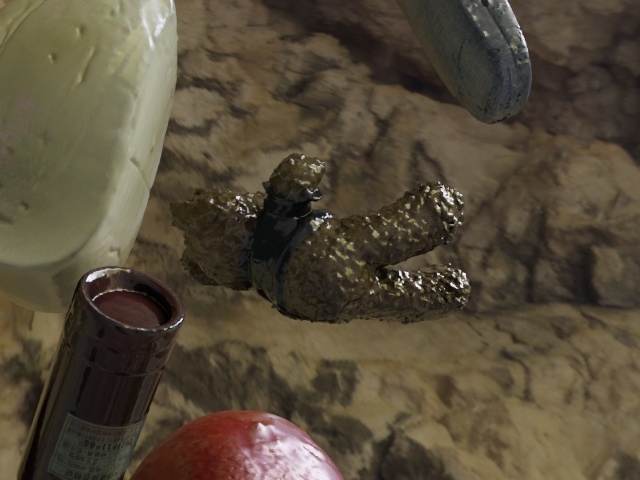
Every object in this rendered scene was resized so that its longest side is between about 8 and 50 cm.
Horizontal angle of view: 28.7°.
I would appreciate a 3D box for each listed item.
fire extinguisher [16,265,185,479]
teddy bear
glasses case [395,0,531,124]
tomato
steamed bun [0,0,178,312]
[{"bbox_3d":[-0.146,0.128,0.840,0.099,0.071,0.231,-2,-54,-36],"label":"fire extinguisher"},{"bbox_3d":[-0.001,0.011,1.022,0.251,0.129,0.181,5,-57,6],"label":"teddy bear"},{"bbox_3d":[0.105,-0.231,1.119,0.067,0.109,0.282,-22,-110,-16],"label":"glasses case"},{"bbox_3d":[-0.088,0.260,1.262,0.309,0.309,0.170,6,-86,-13],"label":"tomato"},{"bbox_3d":[-0.202,-0.080,0.935,0.155,0.200,0.250,14,-104,-3],"label":"steamed bun"}]
